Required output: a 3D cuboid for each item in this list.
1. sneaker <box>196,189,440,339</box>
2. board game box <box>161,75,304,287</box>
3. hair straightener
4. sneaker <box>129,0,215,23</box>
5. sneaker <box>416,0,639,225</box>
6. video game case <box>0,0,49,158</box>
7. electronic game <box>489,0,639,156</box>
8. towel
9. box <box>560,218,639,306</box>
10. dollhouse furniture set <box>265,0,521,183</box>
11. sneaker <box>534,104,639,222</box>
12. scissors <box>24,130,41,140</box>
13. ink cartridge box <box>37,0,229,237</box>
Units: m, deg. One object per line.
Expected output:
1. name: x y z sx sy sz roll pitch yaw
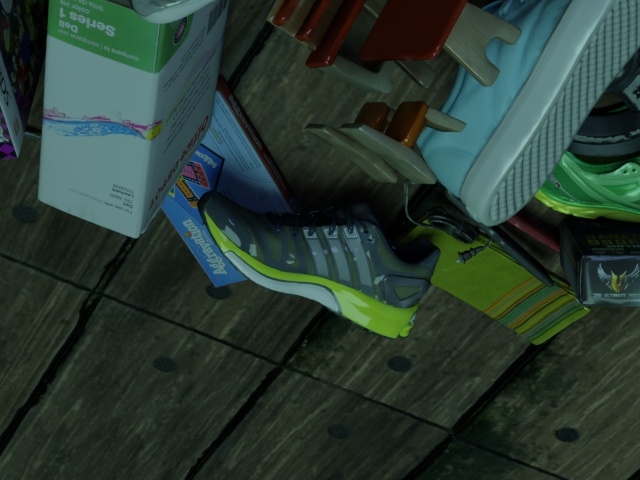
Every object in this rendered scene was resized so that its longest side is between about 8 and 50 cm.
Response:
1. sneaker: 0.000 0.000 1.900 0.300 0.111 0.121 23 109 -27
2. board game box: -0.114 -0.059 1.921 0.145 0.027 0.281 -14 133 19
3. hair straightener: 0.176 -0.007 1.899 0.230 0.047 0.089 29 108 -28
4. sneaker: -0.049 -0.273 1.524 0.111 0.297 0.129 41 155 23
5. sneaker: 0.203 -0.196 1.597 0.366 0.150 0.135 -56 155 19
6. video game case: -0.305 -0.230 1.618 0.041 0.232 0.210 -1 136 7
7. electronic game: 0.271 -0.188 1.681 0.229 0.048 0.229 8 120 14
8. towel: 0.195 0.047 1.994 0.237 0.021 0.102 29 132 -21
9. box: 0.378 0.022 1.814 0.231 0.183 0.056 1 103 2
10. dollhouse furniture set: 0.064 -0.201 1.586 0.135 0.262 0.259 32 171 -23
11. sneaker: 0.359 -0.077 1.775 0.295 0.109 0.123 4 139 3
12. scissors: -0.455 -0.147 1.886 0.297 0.021 0.109 25 132 -19
13. ink cartridge box: -0.177 -0.174 1.658 0.117 0.201 0.278 20 134 8
